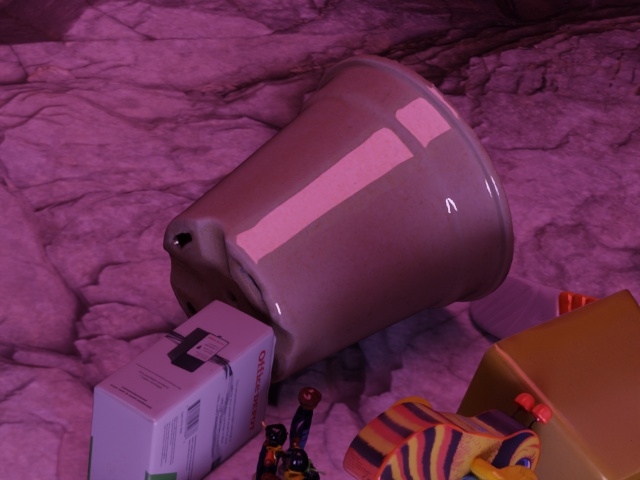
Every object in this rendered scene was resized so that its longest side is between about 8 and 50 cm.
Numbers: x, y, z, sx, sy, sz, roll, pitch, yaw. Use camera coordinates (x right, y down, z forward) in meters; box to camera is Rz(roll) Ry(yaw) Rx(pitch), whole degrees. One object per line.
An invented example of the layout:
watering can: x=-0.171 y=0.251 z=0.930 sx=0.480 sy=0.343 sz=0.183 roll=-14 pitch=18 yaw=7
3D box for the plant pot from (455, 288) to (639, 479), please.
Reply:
plant pot: x=0.284 y=0.213 z=2.011 sx=0.212 sy=0.212 sz=0.187 roll=-20 pitch=56 yaw=-33

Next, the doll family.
doll family: x=-0.036 y=0.235 z=1.971 sx=0.076 sy=0.111 sz=0.193 roll=4 pitch=37 yaw=-8

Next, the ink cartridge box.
ink cartridge box: x=-0.147 y=0.180 z=1.987 sx=0.087 sy=0.153 sz=0.208 roll=28 pitch=39 yaw=25

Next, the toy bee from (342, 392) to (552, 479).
toy bee: x=0.150 y=0.212 z=1.867 sx=0.195 sy=0.162 sz=0.298 roll=31 pitch=-2 yaw=23

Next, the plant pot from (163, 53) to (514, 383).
plant pot: x=0.000 y=0.000 z=2.161 sx=0.305 sy=0.333 sz=0.334 roll=-34 pitch=54 yaw=-28

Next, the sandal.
sandal: x=0.297 y=0.107 z=2.234 sx=0.265 sy=0.102 sz=0.076 roll=28 pitch=2 yaw=44
